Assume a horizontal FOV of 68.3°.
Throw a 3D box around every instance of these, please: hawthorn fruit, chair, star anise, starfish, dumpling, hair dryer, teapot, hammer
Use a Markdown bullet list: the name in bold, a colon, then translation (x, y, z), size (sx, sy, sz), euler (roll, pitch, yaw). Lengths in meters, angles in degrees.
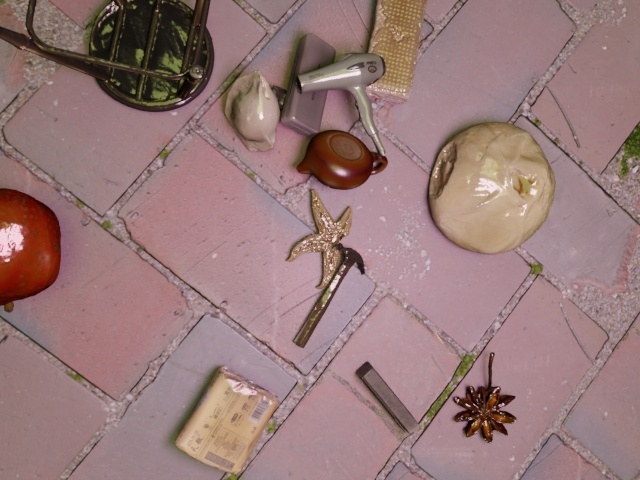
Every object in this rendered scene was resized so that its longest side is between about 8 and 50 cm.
- **hawthorn fruit**: translation (-0.709, 0.021, 1.025), size (0.276, 0.275, 0.299), euler (-5, 105, -10)
- **chair**: translation (-0.392, -0.482, 1.005), size (0.362, 0.410, 0.364), euler (9, 87, -10)
- **star anise**: translation (0.473, 0.447, 1.304), size (0.177, 0.073, 0.233), euler (36, 100, 1)
- **starfish**: translation (-0.001, -0.001, 1.248), size (0.138, 0.050, 0.247), euler (20, 85, -9)
- **dumpling**: translation (-0.176, -0.320, 1.181), size (0.155, 0.111, 0.180), euler (4, 92, 25)
- **hair dryer**: translation (0.053, -0.338, 1.167), size (0.229, 0.092, 0.266), euler (0, 87, -15)
- **teapot**: translation (0.060, -0.198, 1.234), size (0.252, 0.135, 0.178), euler (-1, 59, -27)
- **hammer**: translation (0.016, 0.153, 1.247), size (0.125, 0.027, 0.297), euler (33, 87, -28)

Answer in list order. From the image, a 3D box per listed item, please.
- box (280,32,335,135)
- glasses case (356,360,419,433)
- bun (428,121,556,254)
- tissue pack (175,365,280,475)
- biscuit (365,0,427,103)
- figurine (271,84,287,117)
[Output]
- **box**: translation (-0.030, -0.401, 1.218), size (0.103, 0.055, 0.243), euler (19, 77, -39)
- **glasses case**: translation (0.178, 0.421, 1.261), size (0.047, 0.071, 0.205), euler (-39, 96, -4)
- **bun**: translation (0.477, -0.142, 1.256), size (0.365, 0.202, 0.363), euler (0, 91, -11)
- **tissue pack**: translation (-0.231, 0.451, 1.181), size (0.186, 0.090, 0.222), euler (31, 86, -10)
- **biscuit**: translation (0.205, -0.591, 1.278), size (0.144, 0.078, 0.425), euler (10, 87, -8)
- **figurine**: translation (-0.131, -0.375, 1.226), size (0.129, 0.054, 0.072), euler (27, 68, -9)
